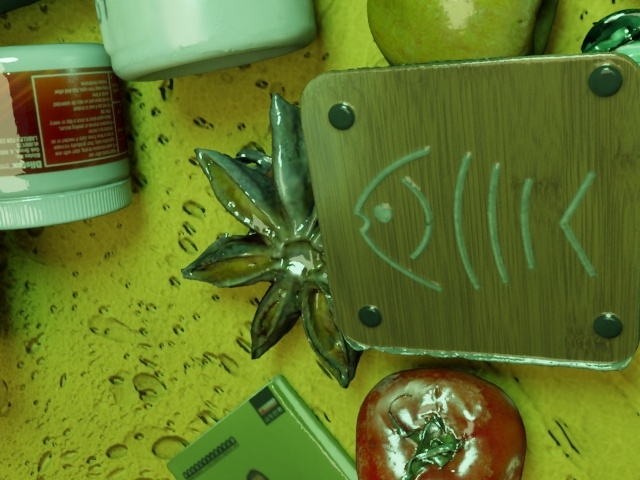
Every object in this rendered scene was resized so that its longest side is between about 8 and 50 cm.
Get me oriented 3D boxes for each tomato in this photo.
[{"bbox_3d":[0.125,0.224,0.803,0.187,0.151,0.187,-7,59,13],"label":"tomato"}]

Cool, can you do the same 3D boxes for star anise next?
[{"bbox_3d":[0.002,0.000,0.824,0.332,0.117,0.331,8,115,18],"label":"star anise"}]

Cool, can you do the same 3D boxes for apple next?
[{"bbox_3d":[0.125,-0.211,0.685,0.155,0.182,0.182,19,110,21],"label":"apple"}]

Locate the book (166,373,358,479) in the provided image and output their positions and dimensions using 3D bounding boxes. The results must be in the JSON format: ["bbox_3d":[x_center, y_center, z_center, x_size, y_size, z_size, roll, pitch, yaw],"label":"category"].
[{"bbox_3d":[-0.020,0.367,0.972,0.239,0.035,0.352,-42,86,28],"label":"book"}]

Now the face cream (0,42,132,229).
[{"bbox_3d":[-0.325,-0.123,0.880,0.201,0.201,0.187,2,104,23],"label":"face cream"}]

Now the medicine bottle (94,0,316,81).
[{"bbox_3d":[-0.137,-0.353,0.737,0.211,0.211,0.371,-7,100,25],"label":"medicine bottle"}]

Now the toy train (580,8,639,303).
[{"bbox_3d":[0.375,-0.114,0.623,0.369,0.150,0.237,-22,103,26],"label":"toy train"}]

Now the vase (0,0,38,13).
[{"bbox_3d":[-0.365,-0.344,0.843,0.291,0.245,0.245,-9,100,15],"label":"vase"}]

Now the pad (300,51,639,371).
[{"bbox_3d":[0.129,-0.016,0.677,0.284,0.018,0.286,1,117,23],"label":"pad"}]
